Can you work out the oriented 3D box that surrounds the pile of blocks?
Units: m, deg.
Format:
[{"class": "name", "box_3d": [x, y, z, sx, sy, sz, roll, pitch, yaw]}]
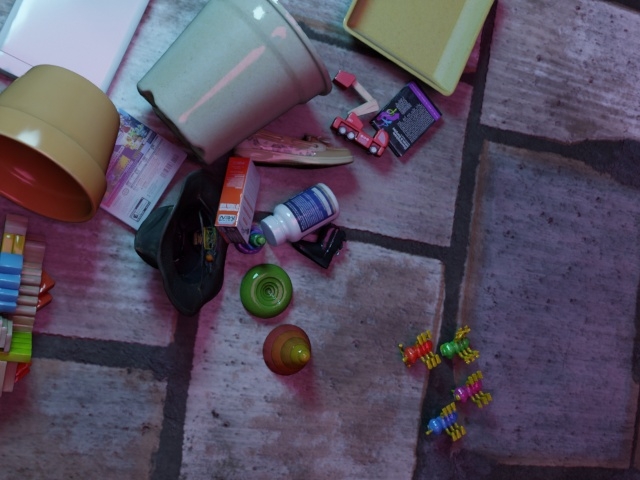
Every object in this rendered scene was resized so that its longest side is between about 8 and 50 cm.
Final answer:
[{"class": "pile of blocks", "box_3d": [-0.585, 0.133, 1.584, 0.112, 0.149, 0.363, 9, 87, -23]}]

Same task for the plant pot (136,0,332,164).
[{"class": "plant pot", "box_3d": [-0.197, -0.334, 1.678, 0.305, 0.334, 0.334, -43, 107, -6]}]

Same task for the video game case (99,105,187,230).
[{"class": "video game case", "box_3d": [-0.413, -0.153, 1.724, 0.183, 0.023, 0.201, 35, 78, -20]}]

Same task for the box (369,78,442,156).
[{"class": "box", "box_3d": [0.211, -0.301, 1.989, 0.162, 0.029, 0.116, -46, 106, -18]}]

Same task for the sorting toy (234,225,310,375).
[{"class": "sorting toy", "box_3d": [-0.095, 0.140, 1.810, 0.127, 0.126, 0.366, -22, 100, -21]}]

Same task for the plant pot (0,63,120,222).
[{"class": "plant pot", "box_3d": [-0.519, -0.198, 1.554, 0.290, 0.291, 0.204, 33, 62, -20]}]

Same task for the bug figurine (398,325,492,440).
[{"class": "bug figurine", "box_3d": [0.313, 0.344, 2.017, 0.216, 0.072, 0.279, -21, 94, -28]}]

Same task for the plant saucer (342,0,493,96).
[{"class": "plant saucer", "box_3d": [0.235, -0.565, 1.969, 0.332, 0.081, 0.333, 28, 80, -20]}]

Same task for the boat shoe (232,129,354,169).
[{"class": "boat shoe", "box_3d": [-0.058, -0.212, 1.832, 0.285, 0.104, 0.089, 2, 87, -21]}]

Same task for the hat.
[{"class": "hat", "box_3d": [-0.300, -0.002, 1.680, 0.133, 0.331, 0.332, 6, 88, 16]}]

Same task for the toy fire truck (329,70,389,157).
[{"class": "toy fire truck", "box_3d": [0.093, -0.299, 1.912, 0.192, 0.047, 0.135, 31, 87, -8]}]

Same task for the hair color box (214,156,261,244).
[{"class": "hair color box", "box_3d": [-0.178, -0.087, 1.759, 0.053, 0.093, 0.167, 2, 65, 13]}]

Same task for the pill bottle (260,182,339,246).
[{"class": "pill bottle", "box_3d": [-0.049, -0.055, 1.843, 0.169, 0.094, 0.094, -30, 102, -21]}]

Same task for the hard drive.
[{"class": "hard drive", "box_3d": [-0.501, -0.465, 1.669, 0.233, 0.047, 0.353, 26, 80, -22]}]

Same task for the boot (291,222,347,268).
[{"class": "boot", "box_3d": [0.000, 0.000, 1.892, 0.121, 0.045, 0.099, 35, 80, -27]}]
